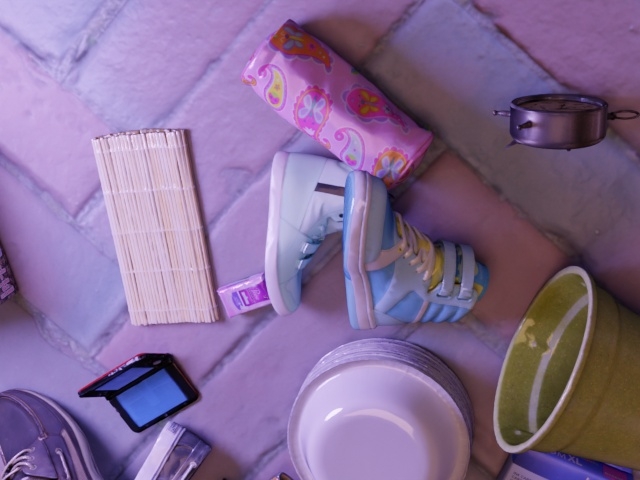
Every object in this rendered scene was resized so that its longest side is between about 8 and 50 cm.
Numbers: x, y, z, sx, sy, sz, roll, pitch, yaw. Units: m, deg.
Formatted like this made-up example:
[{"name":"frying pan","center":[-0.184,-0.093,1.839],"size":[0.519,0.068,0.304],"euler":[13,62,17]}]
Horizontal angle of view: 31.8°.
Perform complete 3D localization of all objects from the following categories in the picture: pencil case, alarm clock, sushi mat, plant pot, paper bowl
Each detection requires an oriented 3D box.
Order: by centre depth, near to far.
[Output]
[{"name":"alarm clock","center":[0.341,-0.162,1.527],"size":[0.192,0.129,0.064],"euler":[-7,108,-7]},{"name":"plant pot","center":[0.418,0.207,1.571],"size":[0.254,0.276,0.276],"euler":[21,111,-7]},{"name":"pencil case","center":[0.026,-0.186,1.591],"size":[0.284,0.124,0.124],"euler":[38,111,-2]},{"name":"paper bowl","center":[0.089,0.304,1.717],"size":[0.284,0.148,0.284],"euler":[3,107,10]},{"name":"sushi mat","center":[-0.256,-0.018,1.757],"size":[0.151,0.019,0.317],"euler":[-5,106,15]}]

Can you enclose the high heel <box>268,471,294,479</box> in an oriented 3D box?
[{"name":"high heel","center":[0.024,0.473,1.808],"size":[0.261,0.093,0.186],"euler":[7,115,19]}]

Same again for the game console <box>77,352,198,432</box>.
[{"name":"game console","center":[-0.294,0.249,1.818],"size":[0.144,0.124,0.085],"euler":[-32,72,19]}]

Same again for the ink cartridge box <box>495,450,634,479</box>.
[{"name":"ink cartridge box","center":[0.356,0.419,1.742],"size":[0.185,0.065,0.311],"euler":[23,109,4]}]

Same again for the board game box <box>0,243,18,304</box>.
[{"name":"board game box","center":[-0.656,-0.004,1.783],"size":[0.232,0.141,0.291],"euler":[-13,104,16]}]

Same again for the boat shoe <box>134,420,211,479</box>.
[{"name":"boat shoe","center":[-0.271,0.444,1.867],"size":[0.102,0.108,0.301],"euler":[29,104,4]}]

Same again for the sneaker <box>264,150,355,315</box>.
[{"name":"sneaker","center":[0.000,0.000,1.667],"size":[0.151,0.094,0.256],"euler":[6,110,7]}]

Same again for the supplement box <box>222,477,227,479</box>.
[{"name":"supplement box","center":[-0.154,0.458,1.865],"size":[0.083,0.056,0.083],"euler":[34,111,0]}]

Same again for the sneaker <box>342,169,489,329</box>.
[{"name":"sneaker","center":[0.135,0.011,1.580],"size":[0.208,0.127,0.319],"euler":[-1,146,4]}]

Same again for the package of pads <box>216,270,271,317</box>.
[{"name":"package of pads","center":[-0.114,0.085,1.751],"size":[0.083,0.032,0.050],"euler":[-19,105,17]}]

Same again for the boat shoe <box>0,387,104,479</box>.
[{"name":"boat shoe","center":[-0.441,0.378,1.813],"size":[0.355,0.130,0.132],"euler":[45,108,23]}]
